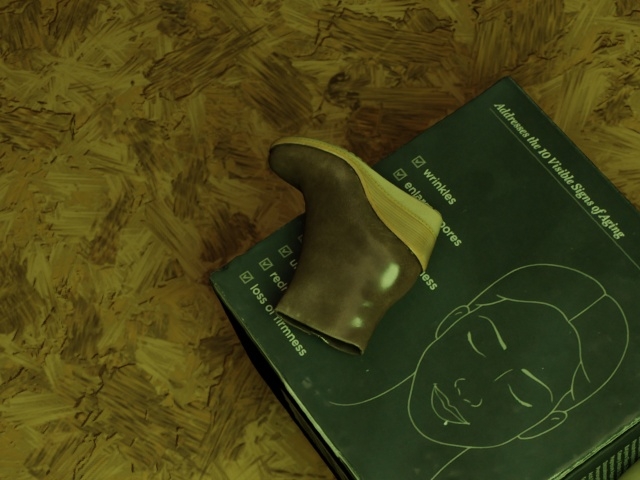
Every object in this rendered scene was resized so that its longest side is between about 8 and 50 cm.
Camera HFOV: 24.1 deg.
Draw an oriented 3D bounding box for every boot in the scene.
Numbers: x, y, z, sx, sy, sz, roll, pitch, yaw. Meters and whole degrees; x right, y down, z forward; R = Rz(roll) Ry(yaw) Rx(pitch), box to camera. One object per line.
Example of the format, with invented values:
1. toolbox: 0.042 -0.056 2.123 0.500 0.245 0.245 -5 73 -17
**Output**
1. boot: 0.000 0.000 1.775 0.248 0.090 0.207 29 68 18

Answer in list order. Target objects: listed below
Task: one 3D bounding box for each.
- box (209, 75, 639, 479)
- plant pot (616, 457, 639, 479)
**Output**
1. box: 0.199 0.136 1.887 0.471 0.297 0.480 -34 63 -8
2. plant pot: 0.394 0.393 1.722 0.191 0.284 0.284 -31 61 16
